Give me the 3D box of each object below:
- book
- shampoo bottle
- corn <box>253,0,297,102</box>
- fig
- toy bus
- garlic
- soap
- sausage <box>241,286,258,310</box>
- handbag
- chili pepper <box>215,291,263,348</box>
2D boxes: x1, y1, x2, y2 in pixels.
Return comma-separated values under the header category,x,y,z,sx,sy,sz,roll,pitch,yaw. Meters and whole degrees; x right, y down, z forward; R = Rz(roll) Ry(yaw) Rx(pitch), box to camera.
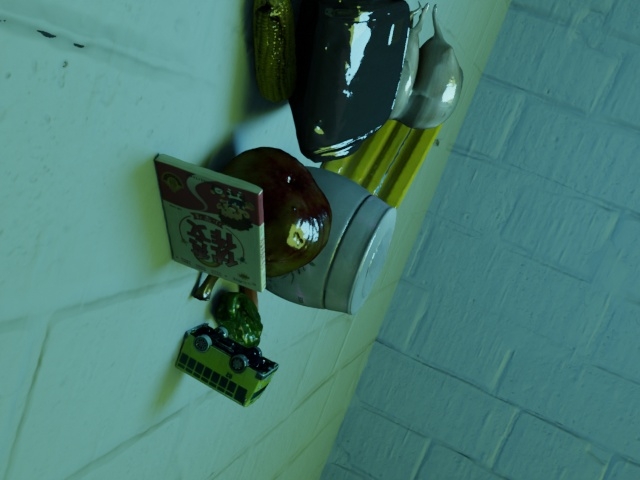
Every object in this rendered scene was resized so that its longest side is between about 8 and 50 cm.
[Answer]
category,x,y,z,sx,sy,sz,roll,pitch,yaw
book,-0.159,-0.019,1.062,0.232,0.162,0.022,95,20,-50
shampoo bottle,0.000,0.000,1.422,0.273,0.266,0.273,-57,161,-32
corn,-0.072,-0.302,1.116,0.072,0.072,0.203,-56,161,-31
fig,-0.136,-0.002,1.215,0.321,0.217,0.217,-41,178,31
toy bus,-0.176,0.237,1.353,0.101,0.175,0.088,-67,164,13
garlic,0.197,-0.372,1.594,0.292,0.210,0.238,118,-22,-49
soap,0.157,-0.227,1.737,0.325,0.204,0.096,-59,174,-21
sausage,-0.152,0.120,1.530,0.147,0.030,0.035,93,23,-52
handbag,0.053,-0.298,1.180,0.275,0.177,0.302,-104,-160,-53
chili pepper,-0.169,0.171,1.486,0.100,0.074,0.257,-56,157,-23
